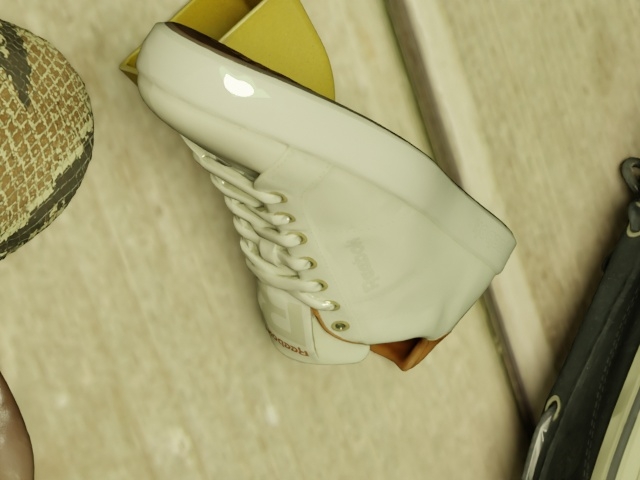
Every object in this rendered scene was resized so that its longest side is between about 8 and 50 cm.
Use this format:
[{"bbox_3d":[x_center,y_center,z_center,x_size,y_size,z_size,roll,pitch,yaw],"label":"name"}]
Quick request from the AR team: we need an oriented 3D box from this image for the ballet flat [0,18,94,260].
[{"bbox_3d":[-0.322,-0.022,0.521,0.482,0.182,0.164,-5,95,-19],"label":"ballet flat"}]

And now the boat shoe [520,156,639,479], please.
[{"bbox_3d":[0.253,0.013,0.746,0.186,0.156,0.500,33,71,-13],"label":"boat shoe"}]

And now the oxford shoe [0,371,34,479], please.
[{"bbox_3d":[-0.313,0.140,0.590,0.363,0.130,0.133,-10,64,-12],"label":"oxford shoe"}]

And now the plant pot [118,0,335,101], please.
[{"bbox_3d":[-0.040,-0.083,0.672,0.081,0.081,0.083,-44,119,-12],"label":"plant pot"}]

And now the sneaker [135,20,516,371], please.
[{"bbox_3d":[0.000,0.000,0.625,0.123,0.106,0.290,-58,141,0],"label":"sneaker"}]
